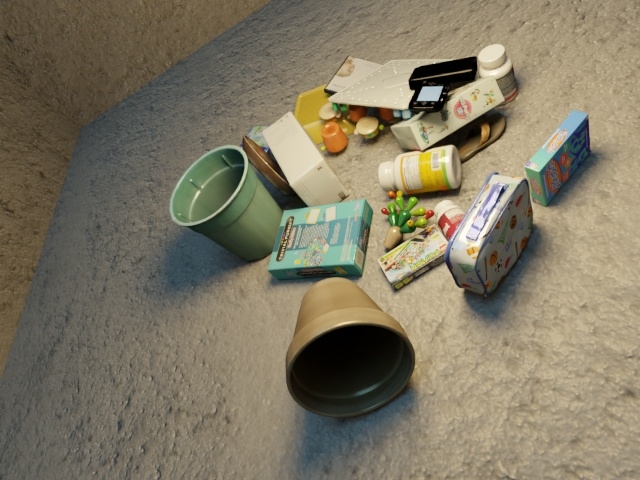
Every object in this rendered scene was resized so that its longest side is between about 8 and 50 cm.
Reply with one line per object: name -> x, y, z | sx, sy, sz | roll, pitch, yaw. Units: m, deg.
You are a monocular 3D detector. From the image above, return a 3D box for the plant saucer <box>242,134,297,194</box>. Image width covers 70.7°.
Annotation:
plant saucer -> -0.193, -0.275, 1.727 | 0.050, 0.310, 0.311 | -43, 45, 8

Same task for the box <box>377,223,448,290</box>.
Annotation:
box -> 0.286, 0.050, 1.363 | 0.206, 0.036, 0.114 | -34, 46, 8

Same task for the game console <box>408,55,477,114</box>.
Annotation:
game console -> 0.375, -0.492, 1.431 | 0.212, 0.044, 0.362 | -1, 39, 26

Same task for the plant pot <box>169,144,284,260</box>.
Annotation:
plant pot -> -0.312, -0.109, 1.665 | 0.340, 0.334, 0.342 | -18, 50, 23

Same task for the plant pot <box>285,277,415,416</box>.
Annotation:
plant pot -> 0.055, 0.256, 1.213 | 0.323, 0.323, 0.280 | -33, 30, 9

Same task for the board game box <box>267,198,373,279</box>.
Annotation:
board game box -> 0.000, 0.000, 1.558 | 0.335, 0.079, 0.254 | -6, 56, 31

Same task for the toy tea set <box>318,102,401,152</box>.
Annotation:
toy tea set -> 0.149, -0.448, 1.767 | 0.335, 0.124, 0.200 | -1, 62, 22

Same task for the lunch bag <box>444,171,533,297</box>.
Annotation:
lunch bag -> 0.441, -0.022, 1.168 | 0.114, 0.243, 0.304 | 21, 73, 41

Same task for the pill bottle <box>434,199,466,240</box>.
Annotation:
pill bottle -> 0.396, -0.047, 1.326 | 0.086, 0.086, 0.152 | -32, 46, 10

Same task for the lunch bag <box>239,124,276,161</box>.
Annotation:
lunch bag -> -0.260, -0.432, 2.039 | 0.218, 0.090, 0.176 | 19, 73, 42

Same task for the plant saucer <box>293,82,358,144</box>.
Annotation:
plant saucer -> 0.004, -0.569, 1.968 | 0.332, 0.081, 0.333 | -12, 53, 26

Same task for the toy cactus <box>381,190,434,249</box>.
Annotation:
toy cactus -> 0.250, -0.058, 1.416 | 0.219, 0.112, 0.181 | 36, 99, 52

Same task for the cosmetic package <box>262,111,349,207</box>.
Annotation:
cosmetic package -> -0.062, -0.297, 1.723 | 0.156, 0.217, 0.385 | -35, 44, 9

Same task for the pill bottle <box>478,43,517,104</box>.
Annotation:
pill bottle -> 0.586, -0.550, 1.498 | 0.107, 0.180, 0.108 | -17, 51, 22

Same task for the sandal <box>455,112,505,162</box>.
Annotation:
sandal -> 0.513, -0.344, 1.481 | 0.219, 0.060, 0.090 | -37, 46, 5

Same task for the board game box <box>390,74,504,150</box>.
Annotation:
board game box -> 0.407, -0.417, 1.490 | 0.303, 0.098, 0.224 | -32, 16, 1

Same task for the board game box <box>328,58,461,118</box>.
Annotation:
board game box -> 0.290, -0.569, 1.664 | 0.389, 0.051, 0.389 | -39, 38, -25

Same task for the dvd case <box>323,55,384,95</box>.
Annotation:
dvd case -> 0.147, -0.691, 1.926 | 0.180, 0.022, 0.253 | 21, 61, 15

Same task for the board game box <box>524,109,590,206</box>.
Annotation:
board game box -> 0.651, -0.220, 1.231 | 0.210, 0.160, 0.047 | -48, 46, -5

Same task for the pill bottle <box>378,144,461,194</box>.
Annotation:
pill bottle -> 0.321, -0.223, 1.467 | 0.245, 0.136, 0.137 | -4, 56, 31
